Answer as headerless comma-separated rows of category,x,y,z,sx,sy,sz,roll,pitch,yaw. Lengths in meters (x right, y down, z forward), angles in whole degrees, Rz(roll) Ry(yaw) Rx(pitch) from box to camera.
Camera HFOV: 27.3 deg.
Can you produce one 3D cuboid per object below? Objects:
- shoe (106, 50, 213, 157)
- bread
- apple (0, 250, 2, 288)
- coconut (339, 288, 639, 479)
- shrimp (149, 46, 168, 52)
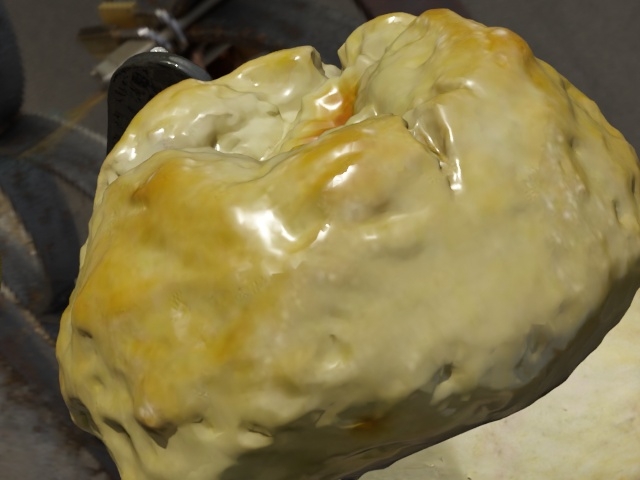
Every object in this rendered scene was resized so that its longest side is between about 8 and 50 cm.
shoe,-0.096,-0.075,0.832,0.071,0.179,0.049,31,60,1
bread,0.000,0.000,0.512,0.244,0.244,0.134,-37,114,-28
apple,-0.581,0.038,1.589,0.383,0.374,0.374,4,82,-9
coconut,0.131,0.096,1.038,0.352,0.352,0.353,3,83,-30
shrimp,-0.205,-0.222,1.814,0.056,0.165,0.065,-37,117,1
